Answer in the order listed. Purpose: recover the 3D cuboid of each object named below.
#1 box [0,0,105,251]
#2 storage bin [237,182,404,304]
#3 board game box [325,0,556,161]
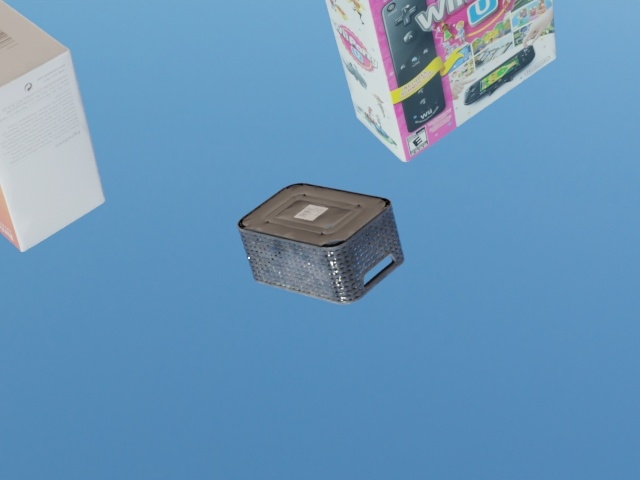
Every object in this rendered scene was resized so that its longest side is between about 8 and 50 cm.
[{"bbox_3d":[-0.267,-0.101,1.049,0.091,0.170,0.130,-35,-127,-27],"label":"box"},{"bbox_3d":[0.000,0.000,1.547,0.180,0.084,0.122,13,-140,41],"label":"storage bin"},{"bbox_3d":[0.129,-0.250,1.310,0.224,0.303,0.097,-36,-122,-9],"label":"board game box"}]
